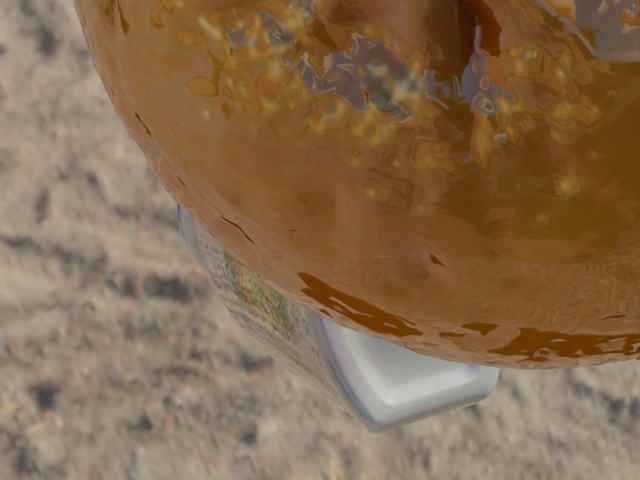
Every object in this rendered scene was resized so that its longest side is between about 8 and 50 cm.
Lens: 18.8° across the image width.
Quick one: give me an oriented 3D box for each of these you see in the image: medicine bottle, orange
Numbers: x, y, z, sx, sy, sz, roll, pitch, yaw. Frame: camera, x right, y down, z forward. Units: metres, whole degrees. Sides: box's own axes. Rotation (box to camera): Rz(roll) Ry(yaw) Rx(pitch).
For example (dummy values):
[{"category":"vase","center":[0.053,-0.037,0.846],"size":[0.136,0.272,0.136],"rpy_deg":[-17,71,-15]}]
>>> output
[{"category":"medicine bottle","center":[0.000,0.000,1.212],"size":[0.124,0.179,0.324],"rpy_deg":[-17,15,-13]},{"category":"orange","center":[0.070,-0.117,0.685],"size":[0.340,0.340,0.293],"rpy_deg":[-1,12,20]}]
